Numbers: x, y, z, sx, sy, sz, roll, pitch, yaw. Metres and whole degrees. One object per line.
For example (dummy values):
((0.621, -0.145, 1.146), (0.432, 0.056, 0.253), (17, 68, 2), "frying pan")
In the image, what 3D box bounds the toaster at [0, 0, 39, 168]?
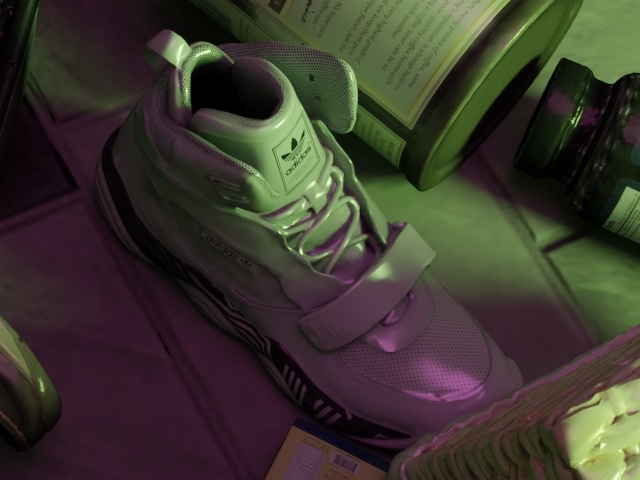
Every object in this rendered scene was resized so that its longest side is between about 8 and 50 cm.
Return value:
((-0.302, -0.129, 1.373), (0.168, 0.110, 0.186), (13, 61, -5), "toaster")

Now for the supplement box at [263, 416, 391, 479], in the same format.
((-0.002, 0.183, 1.300), (0.083, 0.056, 0.083), (27, 61, 3), "supplement box")

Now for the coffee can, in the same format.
((0.034, -0.200, 1.426), (0.275, 0.201, 0.201), (40, 62, 10), "coffee can")

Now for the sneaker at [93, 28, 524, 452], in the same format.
((0.000, 0.000, 1.309), (0.366, 0.210, 0.137), (37, 62, 9), "sneaker")

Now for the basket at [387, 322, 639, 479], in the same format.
((0.277, 0.201, 1.200), (0.331, 0.266, 0.328), (-25, 83, -21), "basket")

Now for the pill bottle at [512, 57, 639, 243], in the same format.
((0.266, -0.054, 1.442), (0.219, 0.123, 0.123), (25, 61, 2), "pill bottle")

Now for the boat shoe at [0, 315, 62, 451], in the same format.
((-0.338, 0.055, 1.275), (0.355, 0.132, 0.130), (30, 70, 15), "boat shoe")
